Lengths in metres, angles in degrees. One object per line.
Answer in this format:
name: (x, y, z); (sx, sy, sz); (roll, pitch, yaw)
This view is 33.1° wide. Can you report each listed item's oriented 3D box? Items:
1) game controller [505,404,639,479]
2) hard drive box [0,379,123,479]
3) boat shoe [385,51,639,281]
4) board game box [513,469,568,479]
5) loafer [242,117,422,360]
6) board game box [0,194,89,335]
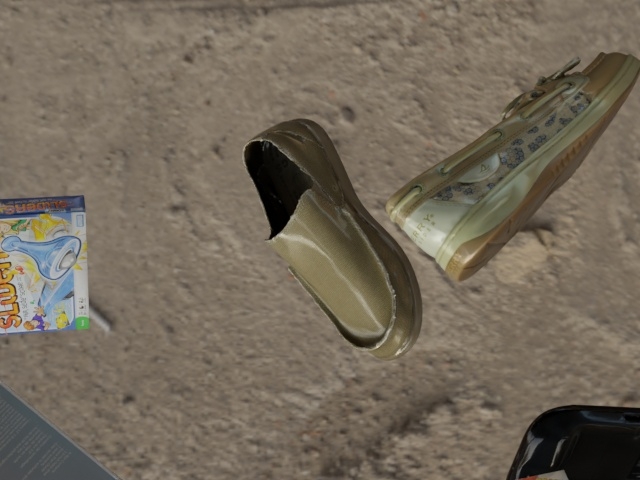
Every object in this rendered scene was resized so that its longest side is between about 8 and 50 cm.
game controller: (0.379, 0.263, 1.260); (0.067, 0.319, 0.166); (-110, 28, -61)
hard drive box: (-0.316, 0.236, 1.089); (0.232, 0.089, 0.181); (39, 147, 2)
boat shoe: (0.172, -0.085, 0.903); (0.089, 0.285, 0.104); (39, 147, 14)
board game box: (0.169, 0.368, 1.122); (0.275, 0.142, 0.144); (109, 148, -54)
loafer: (0.000, 0.000, 0.563); (0.056, 0.050, 0.148); (-49, 61, 36)
board game box: (-0.361, 0.034, 1.351); (0.035, 0.136, 0.201); (-109, 20, -47)
